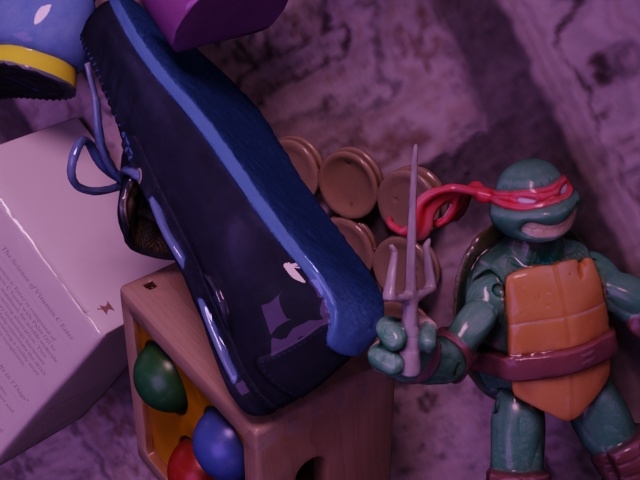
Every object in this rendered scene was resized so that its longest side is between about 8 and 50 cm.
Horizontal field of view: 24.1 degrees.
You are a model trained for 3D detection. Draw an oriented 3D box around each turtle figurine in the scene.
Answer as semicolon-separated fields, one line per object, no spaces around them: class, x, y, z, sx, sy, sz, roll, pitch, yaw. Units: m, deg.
turtle figurine;0.110;0.051;0.678;0.175;0.118;0.234;-11;108;1

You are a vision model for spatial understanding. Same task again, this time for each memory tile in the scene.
memory tile;0.000;0.000;0.802;0.148;0.012;0.113;17;118;31

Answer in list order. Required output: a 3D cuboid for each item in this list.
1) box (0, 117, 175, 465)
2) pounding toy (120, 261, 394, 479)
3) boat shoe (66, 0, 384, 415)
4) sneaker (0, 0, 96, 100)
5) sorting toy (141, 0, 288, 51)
box;-0.174;0.035;0.893;0.130;0.091;0.170;52;130;8
pounding toy;-0.015;0.132;0.769;0.206;0.094;0.181;41;144;39
boat shoe;-0.070;-0.026;0.730;0.089;0.109;0.258;-47;45;16
sneaker;-0.200;-0.128;0.873;0.209;0.069;0.082;5;79;44
sorting toy;0.003;-0.247;0.637;0.126;0.127;0.365;55;130;20
